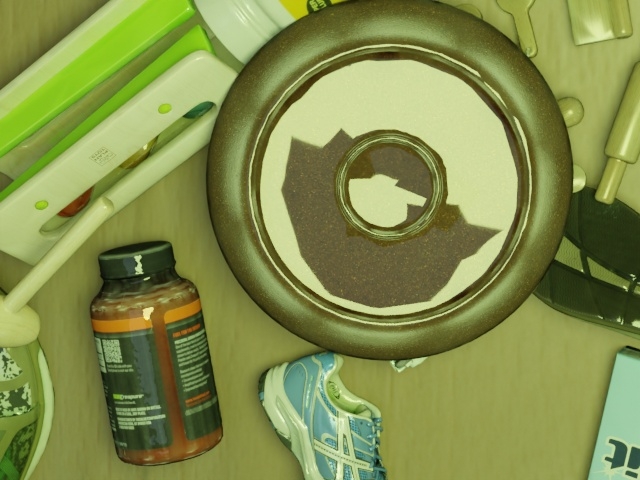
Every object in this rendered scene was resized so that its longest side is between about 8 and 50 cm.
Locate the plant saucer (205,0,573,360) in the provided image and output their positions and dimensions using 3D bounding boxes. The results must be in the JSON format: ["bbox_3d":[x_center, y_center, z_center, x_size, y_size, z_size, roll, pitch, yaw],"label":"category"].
[{"bbox_3d":[0.057,-0.047,1.126,0.311,0.050,0.310,0,99,3],"label":"plant saucer"}]

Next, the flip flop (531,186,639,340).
[{"bbox_3d":[0.287,0.038,1.163,0.277,0.080,0.112,21,80,20],"label":"flip flop"}]

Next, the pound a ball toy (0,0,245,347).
[{"bbox_3d":[-0.191,-0.059,1.213,0.319,0.136,0.208,-36,55,16],"label":"pound a ball toy"}]

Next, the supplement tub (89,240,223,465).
[{"bbox_3d":[-0.156,0.103,1.269,0.106,0.106,0.197,-6,99,14],"label":"supplement tub"}]

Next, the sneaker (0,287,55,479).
[{"bbox_3d":[-0.364,0.236,1.293,0.158,0.182,0.410,7,94,9],"label":"sneaker"}]

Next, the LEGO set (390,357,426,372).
[{"bbox_3d":[0.000,0.000,1.237,0.132,0.107,0.287,-31,88,-18],"label":"LEGO set"}]

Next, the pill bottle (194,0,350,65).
[{"bbox_3d":[-0.002,-0.246,1.161,0.208,0.119,0.119,-36,91,17],"label":"pill bottle"}]

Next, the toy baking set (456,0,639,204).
[{"bbox_3d":[0.190,-0.115,1.175,0.197,0.030,0.256,16,92,21],"label":"toy baking set"}]

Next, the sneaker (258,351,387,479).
[{"bbox_3d":[0.025,0.200,1.259,0.081,0.080,0.211,-30,94,19],"label":"sneaker"}]

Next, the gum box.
[{"bbox_3d":[0.319,0.204,1.194,0.157,0.041,0.184,17,105,25],"label":"gum box"}]
